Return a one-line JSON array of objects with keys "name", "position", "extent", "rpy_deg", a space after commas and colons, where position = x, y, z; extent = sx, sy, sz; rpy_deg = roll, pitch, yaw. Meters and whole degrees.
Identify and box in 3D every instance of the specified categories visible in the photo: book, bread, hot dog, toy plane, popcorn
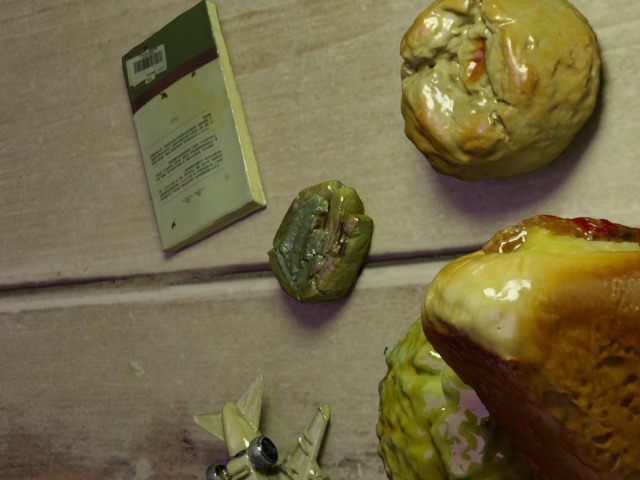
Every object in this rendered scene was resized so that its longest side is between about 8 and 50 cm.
[{"name": "book", "position": [-0.174, -0.149, 2.151], "extent": [0.201, 0.026, 0.289], "rpy_deg": [-25, 73, 41]}, {"name": "bread", "position": [0.000, 0.000, 1.956], "extent": [0.117, 0.064, 0.156], "rpy_deg": [39, 117, 36]}, {"name": "hot dog", "position": [0.285, 0.132, 1.439], "extent": [0.405, 0.223, 0.185], "rpy_deg": [51, 168, -15]}, {"name": "bread", "position": [0.174, -0.173, 1.742], "extent": [0.244, 0.134, 0.244], "rpy_deg": [-4, 85, 43]}, {"name": "toy plane", "position": [-0.071, 0.305, 2.007], "extent": [0.242, 0.104, 0.256], "rpy_deg": [-32, 60, 23]}, {"name": "popcorn", "position": [0.192, 0.168, 1.640], "extent": [0.247, 0.282, 0.282], "rpy_deg": [-106, 24, -81]}]
